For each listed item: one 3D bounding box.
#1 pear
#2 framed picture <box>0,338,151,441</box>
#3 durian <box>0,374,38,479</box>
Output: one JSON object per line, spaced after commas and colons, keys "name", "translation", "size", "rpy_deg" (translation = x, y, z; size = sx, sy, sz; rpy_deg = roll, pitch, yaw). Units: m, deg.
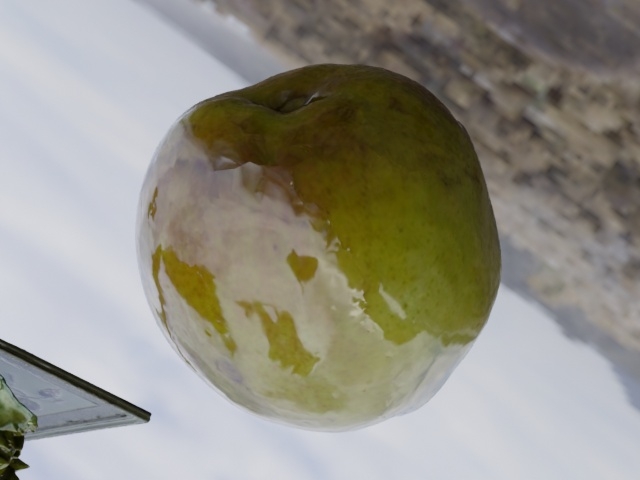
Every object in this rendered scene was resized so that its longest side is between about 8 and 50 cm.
{"name": "pear", "translation": [0.000, 0.000, 0.943], "size": [0.200, 0.200, 0.200], "rpy_deg": [35, -176, -3]}
{"name": "framed picture", "translation": [-0.234, 0.085, 1.074], "size": [0.173, 0.010, 0.231], "rpy_deg": [30, 151, -35]}
{"name": "durian", "translation": [-0.314, 0.138, 0.936], "size": [0.394, 0.198, 0.163], "rpy_deg": [0, 176, 38]}
